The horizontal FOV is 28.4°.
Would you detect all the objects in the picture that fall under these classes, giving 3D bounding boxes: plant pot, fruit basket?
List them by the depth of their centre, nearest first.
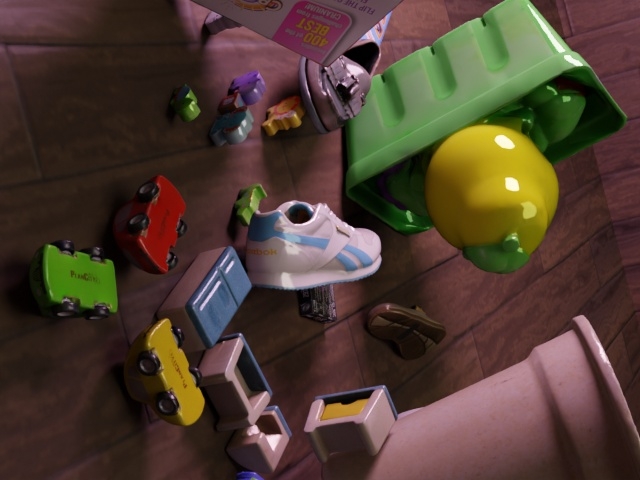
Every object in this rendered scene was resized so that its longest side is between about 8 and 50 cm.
[{"bbox_3d":[0.176,0.279,1.300,0.334,0.305,0.334,-17,90,-85],"label":"plant pot"},{"bbox_3d":[0.229,-0.101,1.708,0.283,0.392,0.392,30,51,-59],"label":"fruit basket"}]

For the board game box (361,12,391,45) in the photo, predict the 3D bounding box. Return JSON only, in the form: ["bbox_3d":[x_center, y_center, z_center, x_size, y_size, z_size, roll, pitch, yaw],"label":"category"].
[{"bbox_3d":[0.050,-0.369,1.859,0.160,0.039,0.211,61,28,-30],"label":"board game box"}]

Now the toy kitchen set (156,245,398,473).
[{"bbox_3d":[-0.033,0.111,1.272,0.207,0.166,0.122,66,27,-22],"label":"toy kitchen set"}]

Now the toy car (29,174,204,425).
[{"bbox_3d":[-0.188,0.045,1.112,0.225,0.053,0.239,20,59,-61],"label":"toy car"}]

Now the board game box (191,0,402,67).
[{"bbox_3d":[0.004,-0.330,1.316,0.242,0.316,0.064,23,52,-29],"label":"board game box"}]

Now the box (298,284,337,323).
[{"bbox_3d":[-0.006,0.055,1.540,0.067,0.018,0.083,23,57,-61],"label":"box"}]

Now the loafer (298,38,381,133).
[{"bbox_3d":[0.029,-0.214,1.619,0.267,0.084,0.096,-78,146,-67],"label":"loafer"}]

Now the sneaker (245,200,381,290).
[{"bbox_3d":[0.000,0.000,1.453,0.228,0.087,0.092,-10,102,-57],"label":"sneaker"}]

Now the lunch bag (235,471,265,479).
[{"bbox_3d":[-0.058,0.312,1.198,0.151,0.096,0.129,67,24,-43],"label":"lunch bag"}]

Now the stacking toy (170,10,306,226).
[{"bbox_3d":[-0.088,-0.149,1.431,0.167,0.052,0.221,59,30,-33],"label":"stacking toy"}]

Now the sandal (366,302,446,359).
[{"bbox_3d":[0.116,0.114,1.730,0.180,0.072,0.049,33,27,-51],"label":"sandal"}]

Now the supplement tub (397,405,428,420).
[{"bbox_3d":[0.158,0.354,1.526,0.191,0.191,0.272,45,39,-49],"label":"supplement tub"}]
